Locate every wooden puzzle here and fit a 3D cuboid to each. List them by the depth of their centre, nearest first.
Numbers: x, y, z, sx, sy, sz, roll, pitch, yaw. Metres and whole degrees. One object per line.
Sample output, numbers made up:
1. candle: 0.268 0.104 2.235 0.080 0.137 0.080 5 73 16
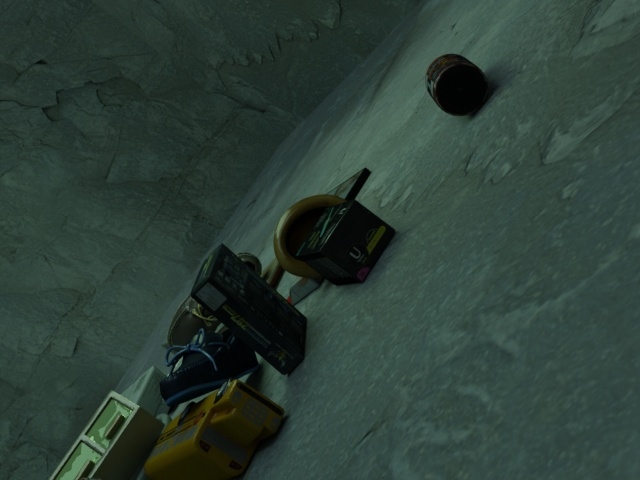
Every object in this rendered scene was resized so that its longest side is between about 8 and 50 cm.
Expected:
1. wooden puzzle: -0.176 0.151 2.168 0.221 0.044 0.238 -44 10 40

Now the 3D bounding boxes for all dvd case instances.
1. dvd case: 0.025 -0.079 2.092 0.180 0.022 0.253 -58 12 -24

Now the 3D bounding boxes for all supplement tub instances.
1. supplement tub: 0.263 -0.312 1.630 0.106 0.106 0.198 -50 12 14

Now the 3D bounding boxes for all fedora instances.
1. fedora: 0.000 0.000 1.705 0.194 0.194 0.079 -55 -24 -13

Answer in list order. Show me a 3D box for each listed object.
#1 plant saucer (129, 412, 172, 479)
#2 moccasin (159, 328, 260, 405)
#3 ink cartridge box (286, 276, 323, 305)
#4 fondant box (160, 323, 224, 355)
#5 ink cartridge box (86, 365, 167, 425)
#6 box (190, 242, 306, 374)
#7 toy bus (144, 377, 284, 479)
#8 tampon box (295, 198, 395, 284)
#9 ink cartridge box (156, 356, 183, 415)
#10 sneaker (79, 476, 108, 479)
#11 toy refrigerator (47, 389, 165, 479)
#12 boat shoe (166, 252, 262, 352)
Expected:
1. plant saucer: -0.397 0.547 1.681 0.400 0.101 0.400 -51 11 14
2. moccasin: -0.229 0.235 1.589 0.138 0.116 0.342 -23 -5 10
3. ink cartridge box: -0.036 0.071 1.826 0.179 0.045 0.145 -36 19 48
4. fondant box: -0.337 0.221 2.450 0.238 0.096 0.330 -58 13 -25
5. ink cartridge box: -0.459 0.428 1.815 0.239 0.060 0.275 -42 14 19
6. box: -0.128 0.125 1.543 0.059 0.233 0.183 -44 13 14
7. toy bus: -0.192 0.348 1.435 0.333 0.108 0.130 -38 18 53
8. tampon box: 0.044 0.006 1.547 0.120 0.101 0.161 -56 12 -13
9. ink cartridge box: -0.407 0.415 2.305 0.181 0.056 0.224 -61 -5 -35
10. sneaker: -0.287 0.495 1.222 0.099 0.153 0.282 -40 47 40
11. toy refrigerator: -0.426 0.429 1.563 0.102 0.094 0.269 17 65 42
12. boat shoe: -0.275 0.161 2.108 0.324 0.116 0.097 -45 4 -2
